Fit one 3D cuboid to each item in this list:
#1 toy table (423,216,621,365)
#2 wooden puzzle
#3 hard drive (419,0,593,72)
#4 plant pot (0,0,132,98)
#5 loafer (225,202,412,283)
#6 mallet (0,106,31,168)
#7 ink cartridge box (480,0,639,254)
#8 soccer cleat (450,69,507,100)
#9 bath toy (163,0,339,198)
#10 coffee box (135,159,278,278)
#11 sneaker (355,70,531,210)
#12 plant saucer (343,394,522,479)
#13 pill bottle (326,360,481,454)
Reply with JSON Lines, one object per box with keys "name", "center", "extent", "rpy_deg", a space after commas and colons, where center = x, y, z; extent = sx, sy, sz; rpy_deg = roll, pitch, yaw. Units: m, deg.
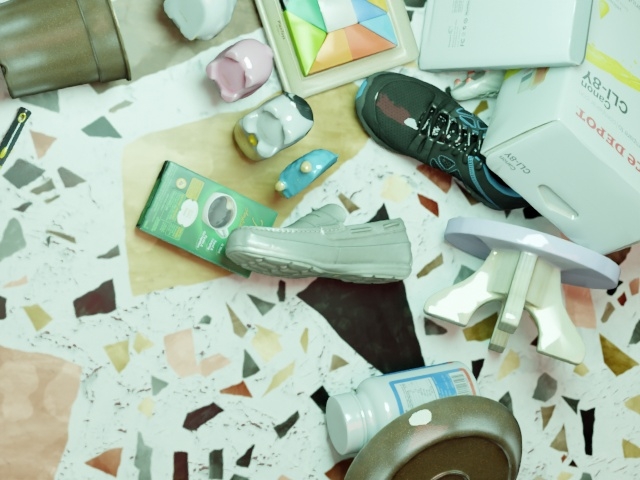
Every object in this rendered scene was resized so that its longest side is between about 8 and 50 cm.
{"name": "toy table", "center": [0.306, 0.079, 1.858], "extent": [0.274, 0.252, 0.161], "rpy_deg": [15, 77, 18]}
{"name": "wooden puzzle", "center": [0.024, -0.350, 1.831], "extent": [0.238, 0.044, 0.221], "rpy_deg": [-21, 99, -19]}
{"name": "hard drive", "center": [0.273, -0.355, 1.785], "extent": [0.040, 0.307, 0.203], "rpy_deg": [9, 89, -38]}
{"name": "plant pot", "center": [-0.360, -0.273, 1.638], "extent": [0.165, 0.167, 0.167], "rpy_deg": [-19, 99, -11]}
{"name": "loafer", "center": [0.000, 0.000, 1.794], "extent": [0.319, 0.112, 0.112], "rpy_deg": [6, 77, -37]}
{"name": "mallet", "center": [-0.460, -0.103, 1.670], "extent": [0.062, 0.039, 0.190], "rpy_deg": [21, 80, -18]}
{"name": "ink cartridge box", "center": [0.432, -0.212, 1.843], "extent": [0.279, 0.160, 0.385], "rpy_deg": [37, 54, -22]}
{"name": "soccer cleat", "center": [0.298, -0.254, 1.928], "extent": [0.196, 0.068, 0.076], "rpy_deg": [-26, 104, -20]}
{"name": "bath toy", "center": [-0.099, -0.235, 1.747], "extent": [0.129, 0.151, 0.348], "rpy_deg": [-40, 103, -46]}
{"name": "coffee box", "center": [-0.166, -0.030, 1.775], "extent": [0.184, 0.040, 0.113], "rpy_deg": [24, 84, -19]}
{"name": "sneaker", "center": [0.213, -0.159, 1.859], "extent": [0.340, 0.139, 0.125], "rpy_deg": [28, 84, -18]}
{"name": "plant saucer", "center": [0.181, 0.372, 1.841], "extent": [0.310, 0.050, 0.311], "rpy_deg": [-12, 124, -18]}
{"name": "pill bottle", "center": [0.126, 0.263, 1.852], "extent": [0.221, 0.124, 0.124], "rpy_deg": [-8, 95, -19]}
